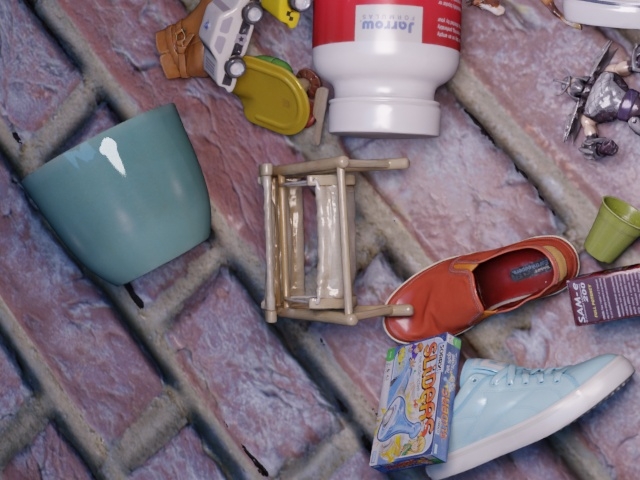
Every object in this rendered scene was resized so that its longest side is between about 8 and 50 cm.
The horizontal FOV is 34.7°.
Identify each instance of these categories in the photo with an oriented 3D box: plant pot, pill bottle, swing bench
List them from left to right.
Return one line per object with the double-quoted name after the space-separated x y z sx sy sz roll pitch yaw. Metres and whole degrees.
-0.323 -0.063 1.751 0.293 0.293 0.235 -26 95 23 "plant pot"
0.000 0.000 1.628 0.255 0.165 0.253 -2 91 42 "swing bench"
0.102 -0.363 1.566 0.229 0.229 0.407 2 92 25 "pill bottle"
0.431 -0.011 1.513 0.083 0.083 0.079 40 119 19 "plant pot"

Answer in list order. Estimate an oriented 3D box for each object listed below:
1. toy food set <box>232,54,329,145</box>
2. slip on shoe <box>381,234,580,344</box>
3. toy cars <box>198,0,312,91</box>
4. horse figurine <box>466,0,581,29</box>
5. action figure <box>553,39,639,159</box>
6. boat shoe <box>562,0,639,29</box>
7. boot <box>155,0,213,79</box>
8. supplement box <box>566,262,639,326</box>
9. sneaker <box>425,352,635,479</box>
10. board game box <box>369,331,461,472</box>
-0.058 -0.251 1.737 0.218 0.071 0.128 25 133 27 "toy food set"
0.236 0.077 1.588 0.331 0.101 0.123 -21 84 25 "slip on shoe"
-0.108 -0.383 1.595 0.394 0.087 0.176 -34 55 52 "toy cars"
0.352 -0.442 1.538 0.174 0.066 0.263 27 105 16 "horse figurine"
0.466 -0.187 1.476 0.285 0.099 0.185 27 107 25 "action figure"
0.518 -0.378 1.403 0.367 0.136 0.156 2 111 22 "boat shoe"
-0.224 -0.384 1.805 0.152 0.073 0.197 -8 86 28 "boot"
0.484 0.063 1.455 0.240 0.130 0.073 -13 86 24 "supplement box"
0.285 0.233 1.550 0.366 0.135 0.150 -31 82 22 "sneaker"
0.148 0.251 1.583 0.136 0.035 0.201 -24 45 45 "board game box"
